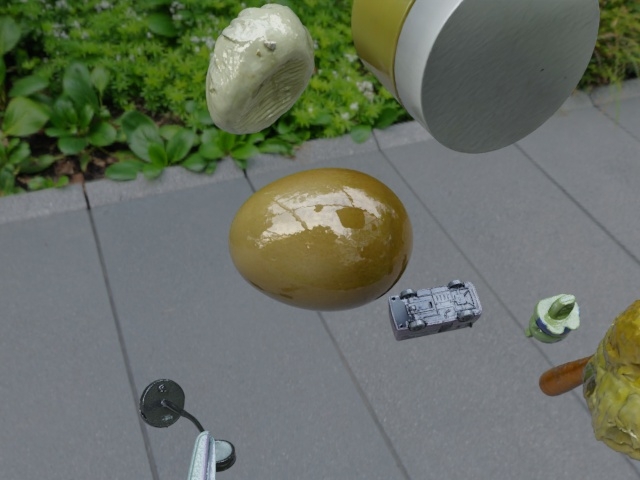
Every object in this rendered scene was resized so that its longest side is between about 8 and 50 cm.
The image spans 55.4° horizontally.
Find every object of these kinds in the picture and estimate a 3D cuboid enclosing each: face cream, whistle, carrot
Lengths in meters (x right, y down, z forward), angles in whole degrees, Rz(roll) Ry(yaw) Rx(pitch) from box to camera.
[{"bbox_3d":[0.166,-0.238,0.696,0.218,0.218,0.179,-12,43,-19],"label":"face cream"},{"bbox_3d":[0.508,0.166,1.313,0.105,0.227,0.085,-16,65,0],"label":"whistle"},{"bbox_3d":[0.444,0.213,1.018,0.048,0.216,0.048,13,55,-20],"label":"carrot"}]

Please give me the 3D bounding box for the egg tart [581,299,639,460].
[{"bbox_3d":[0.437,0.111,0.669,0.351,0.153,0.339,-23,7,0],"label":"egg tart"}]

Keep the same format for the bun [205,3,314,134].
[{"bbox_3d":[-0.122,-0.340,1.181,0.259,0.259,0.160,-32,73,-33],"label":"bun"}]

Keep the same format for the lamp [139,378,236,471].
[{"bbox_3d":[-0.276,0.419,1.328,0.130,0.109,0.371,-18,23,-39],"label":"lamp"}]

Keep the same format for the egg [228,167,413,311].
[{"bbox_3d":[0.000,0.000,1.063,0.322,0.250,0.250,-4,44,2],"label":"egg"}]

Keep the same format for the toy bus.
[{"bbox_3d":[0.230,0.145,1.245,0.178,0.098,0.087,-11,58,-3],"label":"toy bus"}]

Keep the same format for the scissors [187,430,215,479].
[{"bbox_3d":[-0.199,0.437,0.991,0.125,0.030,0.256,-6,51,7],"label":"scissors"}]
